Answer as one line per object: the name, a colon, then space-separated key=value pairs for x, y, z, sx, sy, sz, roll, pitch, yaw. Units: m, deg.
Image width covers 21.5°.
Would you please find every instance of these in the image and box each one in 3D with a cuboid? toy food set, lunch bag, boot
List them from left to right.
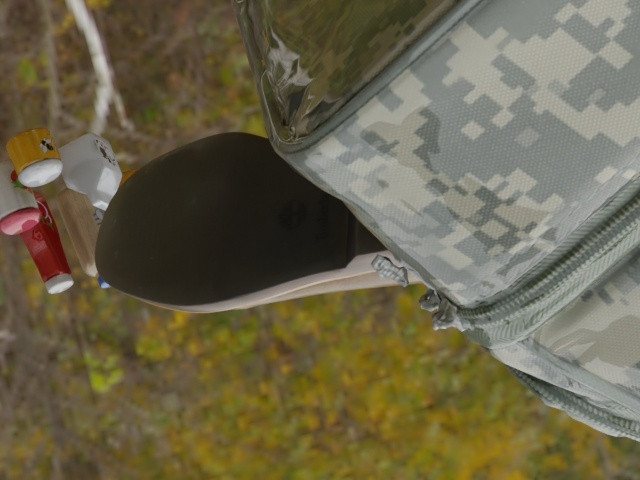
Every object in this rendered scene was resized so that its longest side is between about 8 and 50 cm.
toy food set: x=-0.214 y=-0.017 z=1.492 sx=0.111 sy=0.104 sz=0.232 roll=-27 pitch=165 yaw=10
boot: x=0.000 y=0.000 z=0.978 sx=0.305 sy=0.112 sz=0.115 roll=-5 pitch=157 yaw=36
lunch bag: x=0.122 y=-0.058 z=0.643 sx=0.212 sy=0.256 sz=0.305 roll=-46 pitch=-158 yaw=11
